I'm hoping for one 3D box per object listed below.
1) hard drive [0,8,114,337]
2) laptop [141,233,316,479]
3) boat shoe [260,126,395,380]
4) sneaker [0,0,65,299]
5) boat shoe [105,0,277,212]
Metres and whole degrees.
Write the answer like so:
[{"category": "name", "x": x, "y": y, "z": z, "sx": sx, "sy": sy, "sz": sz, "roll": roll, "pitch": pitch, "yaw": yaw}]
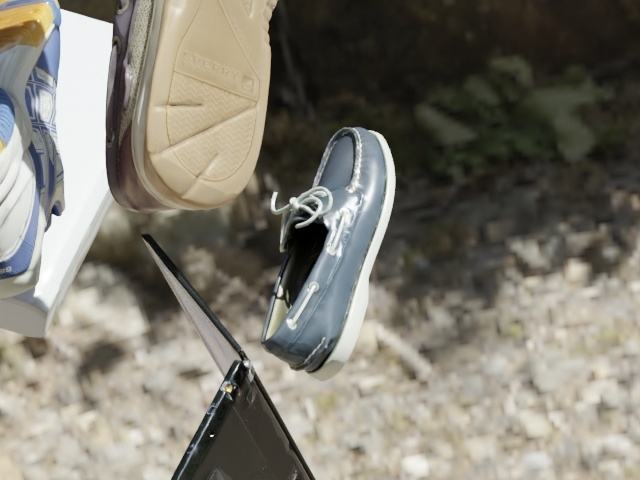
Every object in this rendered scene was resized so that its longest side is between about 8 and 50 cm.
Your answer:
[{"category": "hard drive", "x": -0.250, "y": -0.071, "z": 1.521, "sx": 0.203, "sy": 0.040, "sz": 0.307, "roll": 16, "pitch": 46, "yaw": 5}, {"category": "laptop", "x": -0.075, "y": 0.169, "z": 1.291, "sx": 0.136, "sy": 0.234, "sz": 0.264, "roll": 5, "pitch": 50, "yaw": 31}, {"category": "boat shoe", "x": 0.000, "y": 0.000, "z": 1.767, "sx": 0.095, "sy": 0.079, "sz": 0.254, "roll": -25, "pitch": 44, "yaw": 52}, {"category": "sneaker", "x": -0.229, "y": -0.069, "z": 1.381, "sx": 0.112, "sy": 0.131, "sz": 0.296, "roll": -12, "pitch": 32, "yaw": 11}, {"category": "boat shoe", "x": -0.074, "y": -0.149, "z": 1.169, "sx": 0.092, "sy": 0.103, "sz": 0.285, "roll": -11, "pitch": 64, "yaw": 47}]
